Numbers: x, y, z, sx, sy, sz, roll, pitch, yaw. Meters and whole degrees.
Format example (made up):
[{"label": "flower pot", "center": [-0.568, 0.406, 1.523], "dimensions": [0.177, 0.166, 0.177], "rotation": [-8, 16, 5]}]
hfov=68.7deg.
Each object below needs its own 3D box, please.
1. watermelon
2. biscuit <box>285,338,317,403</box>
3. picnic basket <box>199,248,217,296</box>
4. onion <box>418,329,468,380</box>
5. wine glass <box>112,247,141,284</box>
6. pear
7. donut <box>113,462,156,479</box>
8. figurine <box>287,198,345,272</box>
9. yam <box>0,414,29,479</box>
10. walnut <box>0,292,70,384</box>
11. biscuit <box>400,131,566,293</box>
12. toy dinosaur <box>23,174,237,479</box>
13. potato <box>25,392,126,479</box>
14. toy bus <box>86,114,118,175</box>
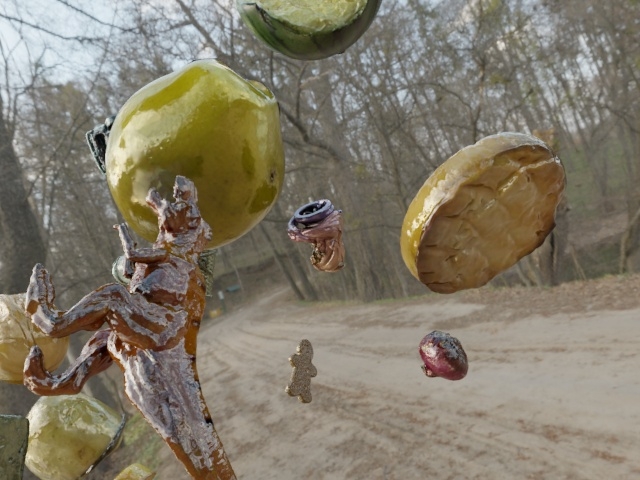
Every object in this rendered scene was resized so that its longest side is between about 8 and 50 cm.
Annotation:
[{"label": "watermelon", "center": [-0.011, -0.505, 1.035], "dimensions": [0.330, 0.190, 0.331], "rotation": [-8, 38, 7]}, {"label": "biscuit", "center": [-0.061, 0.423, 1.537], "dimensions": [0.031, 0.205, 0.138], "rotation": [-20, -43, 33]}, {"label": "picnic basket", "center": [-0.379, 0.062, 1.356], "dimensions": [0.154, 0.197, 0.134], "rotation": [0, -10, 44]}, {"label": "onion", "center": [0.242, 0.232, 0.929], "dimensions": [0.097, 0.107, 0.107], "rotation": [-44, -7, 2]}, {"label": "wine glass", "center": [-0.596, 0.085, 1.515], "dimensions": [0.111, 0.111, 0.204], "rotation": [-15, -1, -42]}, {"label": "pear", "center": [-0.241, -0.132, 0.880], "dimensions": [0.191, 0.340, 0.387], "rotation": [-81, 18, -62]}, {"label": "donut", "center": [-0.454, 0.584, 1.082], "dimensions": [0.152, 0.058, 0.152], "rotation": [-52, -11, -15]}, {"label": "figurine", "center": [0.003, -0.004, 0.970], "dimensions": [0.126, 0.157, 0.114], "rotation": [-27, 3, -28]}, {"label": "yam", "center": [-0.669, 0.457, 0.968], "dimensions": [0.107, 0.194, 0.107], "rotation": [2, -13, 1]}, {"label": "walnut", "center": [-0.586, 0.187, 0.918], "dimensions": [0.159, 0.206, 0.159], "rotation": [-36, -35, -31]}, {"label": "biscuit", "center": [0.262, -0.041, 0.772], "dimensions": [0.296, 0.102, 0.297], "rotation": [-17, -45, -18]}, {"label": "toy dinosaur", "center": [-0.191, 0.109, 0.474], "dimensions": [0.207, 0.433, 0.097], "rotation": [-2, -31, -18]}, {"label": "potato", "center": [-0.670, 0.504, 1.227], "dimensions": [0.285, 0.243, 0.242], "rotation": [-29, -10, 41]}, {"label": "toy bus", "center": [-0.440, -0.271, 1.220], "dimensions": [0.271, 0.133, 0.165], "rotation": [-24, -1, 9]}]
